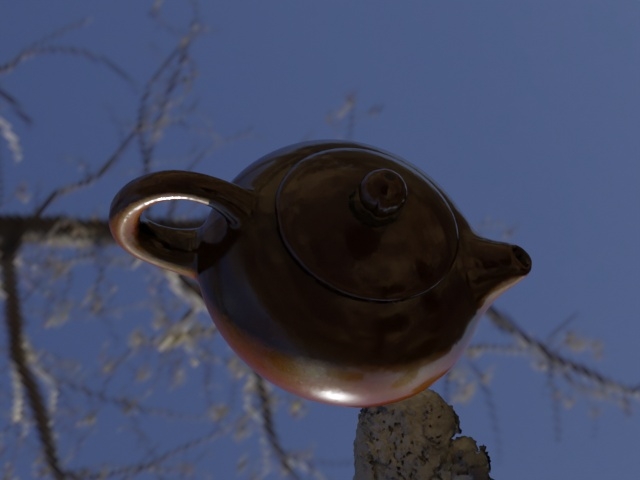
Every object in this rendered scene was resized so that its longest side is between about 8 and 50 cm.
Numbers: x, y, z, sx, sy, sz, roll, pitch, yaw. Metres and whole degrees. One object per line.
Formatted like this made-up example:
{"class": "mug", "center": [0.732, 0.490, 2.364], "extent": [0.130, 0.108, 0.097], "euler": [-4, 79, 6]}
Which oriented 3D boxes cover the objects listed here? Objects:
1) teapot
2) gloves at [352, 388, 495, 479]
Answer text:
{"class": "teapot", "center": [0.000, 0.000, 1.137], "extent": [0.252, 0.135, 0.178], "euler": [14, -134, -12]}
{"class": "gloves", "center": [0.067, 0.178, 1.313], "extent": [0.070, 0.153, 0.114], "euler": [-7, -161, -44]}
